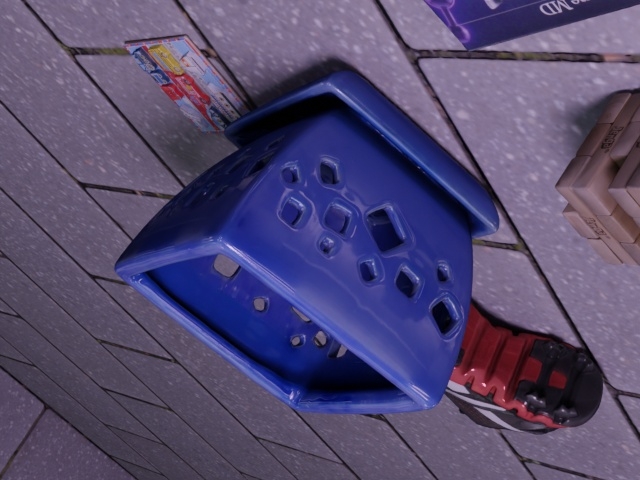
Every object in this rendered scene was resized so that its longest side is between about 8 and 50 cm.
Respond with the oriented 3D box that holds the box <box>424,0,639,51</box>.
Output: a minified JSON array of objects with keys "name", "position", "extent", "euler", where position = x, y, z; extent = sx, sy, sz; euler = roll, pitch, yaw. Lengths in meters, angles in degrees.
[{"name":"box","position":[0.089,-0.216,0.616],"extent":[0.207,0.108,0.153],"euler":[43,154,-24]}]

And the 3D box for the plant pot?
[{"name":"plant pot","position":[0.000,0.000,1.022],"extent":[0.236,0.212,0.236],"euler":[39,155,-19]}]

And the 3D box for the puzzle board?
[{"name":"puzzle board","position":[-0.121,-0.145,1.132],"extent":[0.096,0.011,0.128],"euler":[5,146,46]}]

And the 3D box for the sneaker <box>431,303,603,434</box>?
[{"name":"sneaker","position":[0.149,0.123,1.232],"extent":[0.276,0.098,0.135],"euler":[27,154,6]}]

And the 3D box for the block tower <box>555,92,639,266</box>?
[{"name":"block tower","position":[0.285,-0.033,0.706],"extent":[0.091,0.097,0.335],"euler":[43,161,-25]}]
